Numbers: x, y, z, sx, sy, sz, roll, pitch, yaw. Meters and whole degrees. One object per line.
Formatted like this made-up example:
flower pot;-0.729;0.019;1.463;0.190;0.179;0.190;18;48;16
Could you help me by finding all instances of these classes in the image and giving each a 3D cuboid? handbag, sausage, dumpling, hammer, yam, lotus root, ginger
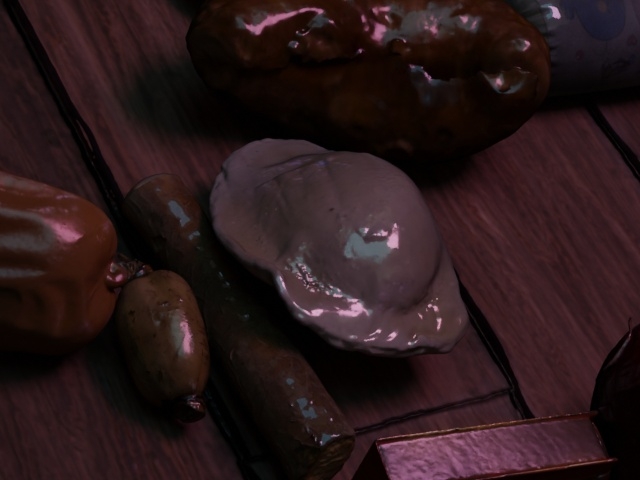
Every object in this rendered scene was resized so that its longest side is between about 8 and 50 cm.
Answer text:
handbag;0.113;0.185;1.429;0.190;0.127;0.063;-5;55;-23
sausage;-0.265;0.012;1.439;0.241;0.136;0.120;13;41;-15
dumpling;0.000;0.000;1.535;0.179;0.131;0.252;-13;55;-37
hammer;0.217;-0.274;1.877;0.206;0.119;0.335;-6;47;-25
yam;-0.068;0.063;1.511;0.066;0.066;0.300;-17;57;-31
lotus root;-0.124;0.069;1.476;0.063;0.072;0.152;3;50;-45
ginger;0.038;-0.151;1.676;0.321;0.172;0.165;4;88;-10

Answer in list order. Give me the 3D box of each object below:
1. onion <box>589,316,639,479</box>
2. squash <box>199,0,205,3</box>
onion;0.336;0.136;1.500;0.281;0.221;0.281;18;61;-37
squash;-0.116;-0.285;1.789;0.066;0.066;0.201;-10;50;-27
